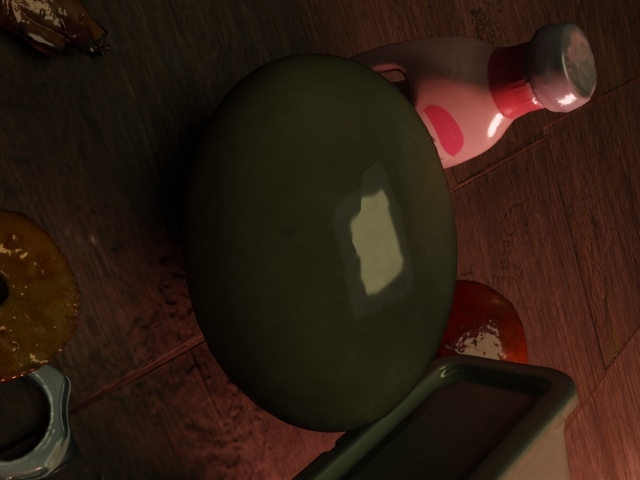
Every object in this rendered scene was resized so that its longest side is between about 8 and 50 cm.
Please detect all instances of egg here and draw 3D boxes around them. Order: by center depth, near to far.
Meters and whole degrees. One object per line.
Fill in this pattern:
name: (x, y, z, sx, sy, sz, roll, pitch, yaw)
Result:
egg: (0.000, 0.000, 0.652, 0.258, 0.258, 0.353, 7, 82, -45)

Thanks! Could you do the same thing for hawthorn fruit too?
hawthorn fruit: (0.122, 0.135, 0.813, 0.225, 0.196, 0.197, 11, 76, -32)

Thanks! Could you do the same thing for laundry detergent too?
laundry detergent: (0.115, -0.145, 0.733, 0.159, 0.335, 0.088, 50, 52, -28)

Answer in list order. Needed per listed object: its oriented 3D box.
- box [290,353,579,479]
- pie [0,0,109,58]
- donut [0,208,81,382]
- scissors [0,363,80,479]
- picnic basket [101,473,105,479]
box: (0.105, 0.260, 0.613, 0.311, 0.175, 0.183, -29, 108, -38)
pie: (-0.251, -0.219, 0.586, 0.170, 0.034, 0.092, 52, 48, -28)
donut: (-0.257, 0.044, 0.501, 0.152, 0.058, 0.152, 32, 42, -34)
scissors: (-0.326, 0.097, 0.465, 0.360, 0.029, 0.191, 50, 54, -29)
picnic basket: (-0.163, 0.243, 0.592, 0.083, 0.065, 0.083, -31, 128, -34)
